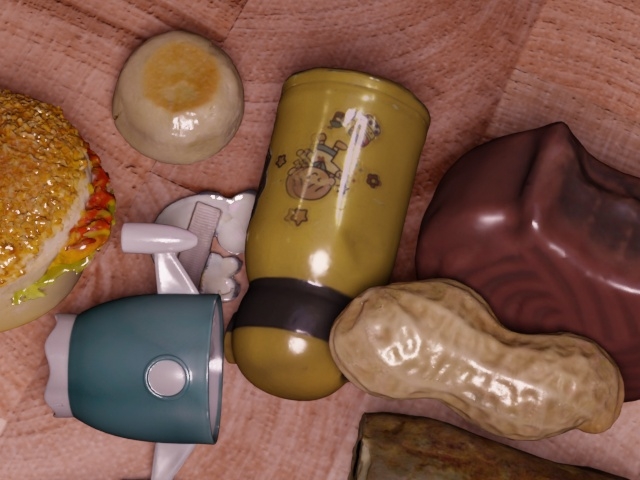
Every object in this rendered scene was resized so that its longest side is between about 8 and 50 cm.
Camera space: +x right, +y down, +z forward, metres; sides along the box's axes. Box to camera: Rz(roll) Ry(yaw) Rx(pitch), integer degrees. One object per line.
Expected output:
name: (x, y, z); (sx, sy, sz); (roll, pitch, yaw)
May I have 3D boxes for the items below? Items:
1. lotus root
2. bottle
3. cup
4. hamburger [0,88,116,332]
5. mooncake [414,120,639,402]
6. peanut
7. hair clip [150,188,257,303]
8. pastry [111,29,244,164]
lotus root: (0.180, 0.310, 1.445); (0.346, 0.250, 0.251); (11, 66, -7)
bottle: (0.000, 0.000, 1.585); (0.171, 0.171, 0.351); (15, 71, -1)
cup: (-0.191, 0.131, 1.516); (0.173, 0.167, 0.300); (1, 92, 2)
hamburger: (-0.365, -0.040, 1.532); (0.294, 0.179, 0.276); (-9, 49, -11)
mooncake: (0.278, 0.034, 1.532); (0.326, 0.333, 0.174); (47, 51, -29)
peanut: (0.157, 0.119, 1.458); (0.298, 0.120, 0.136); (19, 85, 2)
hair clip: (-0.136, 0.009, 1.633); (0.116, 0.049, 0.172); (18, 63, -4)
pastry: (-0.163, -0.165, 1.682); (0.156, 0.092, 0.156); (0, 66, 1)
